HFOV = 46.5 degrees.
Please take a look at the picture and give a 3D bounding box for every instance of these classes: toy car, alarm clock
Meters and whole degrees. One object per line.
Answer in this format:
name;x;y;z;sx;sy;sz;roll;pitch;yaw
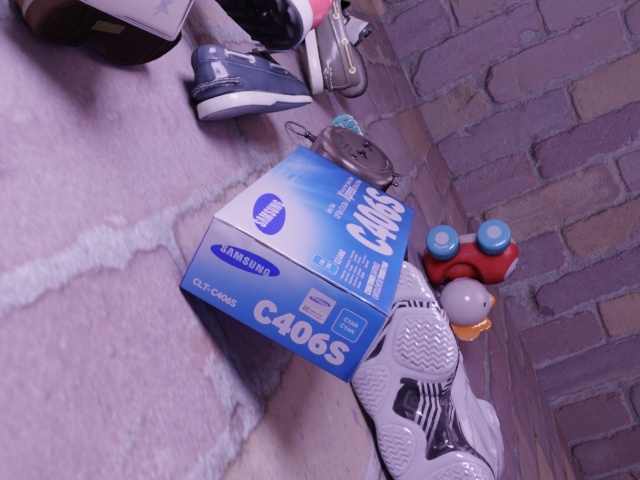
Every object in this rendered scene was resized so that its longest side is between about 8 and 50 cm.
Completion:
toy car;0.339;0.109;1.648;0.219;0.210;0.238;60;26;-64
alarm clock;0.030;-0.124;1.095;0.192;0.064;0.129;32;29;2

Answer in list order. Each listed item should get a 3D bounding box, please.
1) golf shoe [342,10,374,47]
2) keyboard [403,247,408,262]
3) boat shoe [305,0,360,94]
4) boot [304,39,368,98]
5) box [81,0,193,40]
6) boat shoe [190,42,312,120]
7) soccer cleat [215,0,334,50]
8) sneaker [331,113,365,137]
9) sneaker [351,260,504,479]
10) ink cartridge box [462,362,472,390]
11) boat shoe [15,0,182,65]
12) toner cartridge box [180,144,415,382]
golf shoe;0.037;-0.454;1.572;0.094;0.077;0.198;45;-8;-29
keyboard;0.155;-0.029;1.524;0.108;0.023;0.180;59;17;-24
boat shoe;0.010;-0.413;1.324;0.109;0.091;0.305;108;-24;-85
boot;-0.003;-0.391;1.458;0.161;0.083;0.246;-21;88;-62
box;-0.153;-0.267;0.596;0.113;0.094;0.275;20;27;-27
boat shoe;-0.080;-0.187;0.874;0.254;0.095;0.079;-28;106;-65
soccer cleat;-0.114;-0.349;0.806;0.318;0.108;0.116;43;56;-8
sneaker;0.076;-0.155;1.380;0.076;0.065;0.166;-30;98;-78
sneaker;0.141;0.205;0.971;0.210;0.137;0.366;12;61;-72
ink cartridge box;0.164;0.188;1.133;0.092;0.090;0.143;42;30;-55
boat shoe;-0.181;-0.198;0.616;0.072;0.068;0.190;54;14;7
toner cartridge box;0.000;0.000;0.756;0.165;0.075;0.348;29;19;1
